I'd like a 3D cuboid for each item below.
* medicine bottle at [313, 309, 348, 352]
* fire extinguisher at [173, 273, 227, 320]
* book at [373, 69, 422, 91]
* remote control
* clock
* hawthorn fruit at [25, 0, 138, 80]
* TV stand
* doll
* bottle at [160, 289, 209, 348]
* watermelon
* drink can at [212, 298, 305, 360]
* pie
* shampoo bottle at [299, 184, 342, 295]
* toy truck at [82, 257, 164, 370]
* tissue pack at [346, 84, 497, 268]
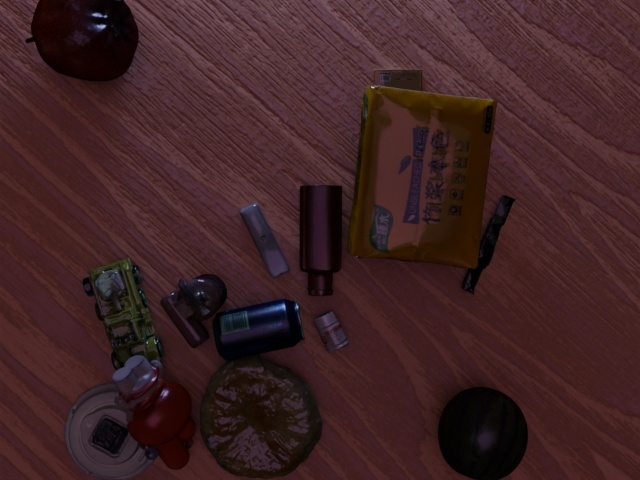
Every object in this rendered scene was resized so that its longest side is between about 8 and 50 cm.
[{"bbox_3d":[0.025,0.216,1.795,0.057,0.057,0.089,-25,91,-2],"label":"medicine bottle"},{"bbox_3d":[-0.267,0.122,1.674,0.105,0.269,0.104,0,91,-2],"label":"fire extinguisher"},{"bbox_3d":[0.187,-0.325,1.821,0.118,0.012,0.172,0,90,-3],"label":"book"},{"bbox_3d":[-0.133,0.001,1.801,0.050,0.027,0.184,-27,93,-2],"label":"remote control"},{"bbox_3d":[-0.487,0.453,1.776,0.237,0.053,0.236,0,92,-3],"label":"clock"},{"bbox_3d":[-0.555,-0.471,1.696,0.266,0.210,0.230,0,97,14],"label":"hawthorn fruit"},{"bbox_3d":[0.403,0.010,1.819,0.036,0.042,0.249,24,89,0],"label":"TV stand"},{"bbox_3d":[-0.366,0.394,1.720,0.161,0.130,0.290,-48,126,-37],"label":"doll"},{"bbox_3d":[-0.319,0.185,1.780,0.053,0.053,0.140,-35,93,-2],"label":"bottle"},{"bbox_3d":[0.371,0.442,1.741,0.212,0.212,0.212,0,90,-3],"label":"watermelon"},{"bbox_3d":[-0.142,0.206,1.757,0.205,0.118,0.118,-11,91,-2],"label":"drink can"},{"bbox_3d":[-0.143,0.423,1.782,0.307,0.071,0.306,0,92,0],"label":"pie"},{"bbox_3d":[0.000,0.000,1.789,0.102,0.064,0.260,1,91,-6],"label":"shampoo bottle"},{"bbox_3d":[-0.458,0.182,1.734,0.128,0.135,0.259,-17,94,-2],"label":"toy truck"},{"bbox_3d":[0.218,-0.137,1.711,0.293,0.228,0.381,6,95,-5],"label":"tissue pack"}]
